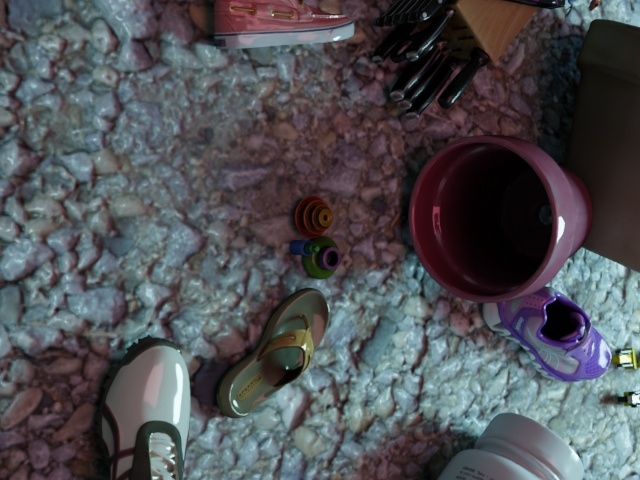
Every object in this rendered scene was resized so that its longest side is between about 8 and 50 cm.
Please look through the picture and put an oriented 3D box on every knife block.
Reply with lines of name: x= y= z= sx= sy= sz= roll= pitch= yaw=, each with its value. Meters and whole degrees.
knife block: x=0.190 y=-0.263 z=1.555 sx=0.276 sy=0.088 sz=0.242 roll=-1 pitch=94 yaw=-38

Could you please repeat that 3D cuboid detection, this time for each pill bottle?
pill bottle: x=0.193 y=0.358 z=1.548 sx=0.283 sy=0.160 sz=0.160 roll=-50 pitch=120 yaw=-25

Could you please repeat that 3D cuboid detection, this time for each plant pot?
plant pot: x=0.237 y=-0.029 z=1.553 sx=0.180 sy=0.201 sz=0.201 roll=-6 pitch=96 yaw=-54
plant pot: x=0.446 y=-0.101 z=1.657 sx=0.323 sy=0.323 sz=0.280 roll=18 pitch=99 yaw=-37

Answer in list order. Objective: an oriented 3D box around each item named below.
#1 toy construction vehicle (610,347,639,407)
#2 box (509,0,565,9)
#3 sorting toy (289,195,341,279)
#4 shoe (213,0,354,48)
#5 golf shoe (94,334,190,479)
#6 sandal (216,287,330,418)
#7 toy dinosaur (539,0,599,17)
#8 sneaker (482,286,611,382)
toy construction vehicle: x=0.450 y=0.196 z=1.823 sx=0.098 sy=0.035 sz=0.085 roll=-1 pitch=82 yaw=-40
box: x=0.231 y=-0.343 z=1.506 sx=0.162 sy=0.029 sz=0.116 roll=1 pitch=91 yaw=-39
sorting toy: x=0.000 y=0.000 z=1.451 sx=0.061 sy=0.042 sz=0.102 roll=-31 pitch=111 yaw=-33
shoe: x=-0.039 y=-0.256 z=1.391 sx=0.178 sy=0.063 sz=0.081 roll=-11 pitch=104 yaw=-33
golf shoe: x=-0.169 y=0.235 z=1.287 sx=0.105 sy=0.120 sz=0.272 roll=14 pitch=83 yaw=-36
sandal: x=-0.043 y=0.130 z=1.420 sx=0.180 sy=0.049 sz=0.072 roll=-47 pitch=119 yaw=-26
toy dinosaur: x=0.328 y=-0.321 z=1.669 sx=0.082 sy=0.090 sz=0.047 roll=-5 pitch=85 yaw=6
sneaker: x=0.319 y=0.123 z=1.668 sx=0.236 sy=0.105 sz=0.095 roll=34 pitch=71 yaw=-35
